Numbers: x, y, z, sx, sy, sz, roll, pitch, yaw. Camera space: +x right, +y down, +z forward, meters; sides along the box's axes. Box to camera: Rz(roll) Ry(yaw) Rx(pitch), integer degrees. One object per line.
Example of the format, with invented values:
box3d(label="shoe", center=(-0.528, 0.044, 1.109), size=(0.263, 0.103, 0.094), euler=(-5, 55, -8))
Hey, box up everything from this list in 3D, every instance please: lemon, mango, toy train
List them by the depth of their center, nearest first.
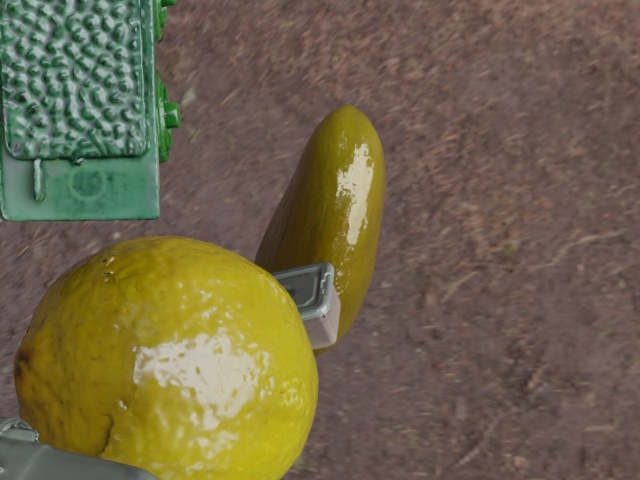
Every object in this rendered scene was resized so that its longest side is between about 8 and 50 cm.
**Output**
box3d(label="toy train", center=(-0.197, -0.148, 1.242), size=(0.145, 0.202, 0.266), euler=(-1, 102, -1))
box3d(label="lemon", center=(-0.139, 0.129, 1.337), size=(0.293, 0.293, 0.293), euler=(2, 83, -18))
box3d(label="mango", center=(0.000, 0.007, 1.823), size=(0.142, 0.195, 0.331), euler=(8, 126, -15))

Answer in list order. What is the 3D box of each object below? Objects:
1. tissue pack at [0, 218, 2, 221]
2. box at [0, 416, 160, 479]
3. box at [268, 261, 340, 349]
box3d(label="tissue pack", center=(-0.443, -0.134, 1.451), size=(0.259, 0.361, 0.122), euler=(20, 104, -27))
box3d(label="box", center=(-0.108, 0.174, 0.633), size=(0.124, 0.093, 0.172), euler=(-62, 148, -46))
box3d(label="box", center=(-0.036, 0.081, 1.623), size=(0.122, 0.089, 0.062), euler=(-14, 127, 17))
